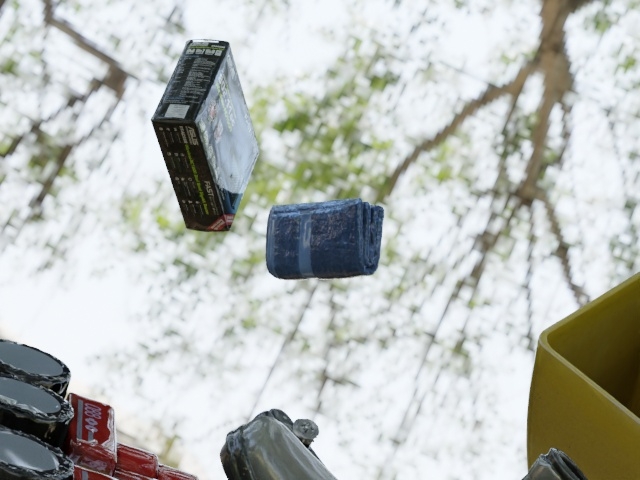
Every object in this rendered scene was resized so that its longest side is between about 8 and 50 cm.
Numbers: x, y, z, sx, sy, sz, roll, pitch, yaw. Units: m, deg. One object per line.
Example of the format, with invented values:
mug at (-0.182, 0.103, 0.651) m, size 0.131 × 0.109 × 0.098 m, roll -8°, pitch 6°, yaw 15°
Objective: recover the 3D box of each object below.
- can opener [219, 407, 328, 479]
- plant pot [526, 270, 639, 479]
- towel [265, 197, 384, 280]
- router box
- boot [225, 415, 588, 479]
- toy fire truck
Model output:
can opener at (-0.001, 0.198, 1.217) m, size 0.059 × 0.073 × 0.186 m, roll -5°, pitch 44°, yaw -48°
plant pot at (0.285, 0.164, 1.296) m, size 0.212 × 0.212 × 0.187 m, roll 40°, pitch -44°, yaw 27°
towel at (0.000, 0.000, 1.389) m, size 0.119 × 0.067 × 0.029 m, roll -3°, pitch -9°, yaw 43°
router box at (-0.087, -0.080, 1.268) m, size 0.038 × 0.092 × 0.122 m, roll 3°, pitch -42°, yaw 16°
boot at (0.075, 0.161, 0.913) m, size 0.246 × 0.161 × 0.083 m, roll 50°, pitch 12°, yaw -5°
toy fire truck at (-0.089, 0.181, 0.846) m, size 0.246 × 0.159 × 0.217 m, roll 19°, pitch 9°, yaw -12°
